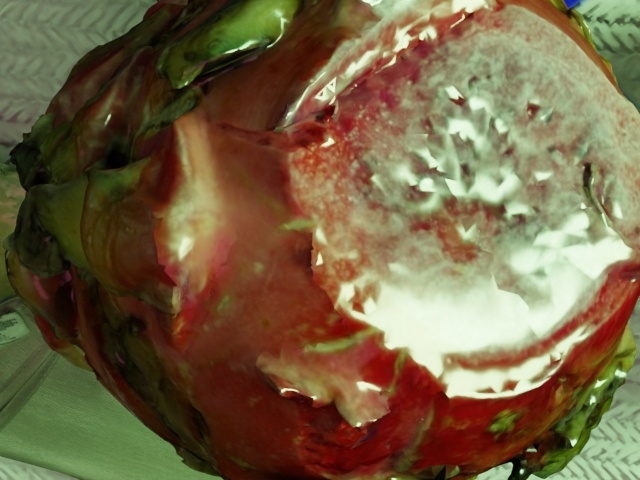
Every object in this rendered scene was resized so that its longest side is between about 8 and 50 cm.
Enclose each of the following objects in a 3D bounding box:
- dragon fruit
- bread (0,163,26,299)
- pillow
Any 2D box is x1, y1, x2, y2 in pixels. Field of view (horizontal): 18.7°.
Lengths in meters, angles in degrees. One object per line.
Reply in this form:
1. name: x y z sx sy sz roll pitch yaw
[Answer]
1. dragon fruit: 0.000 0.000 0.828 0.269 0.250 0.291 55 152 -10
2. bread: -0.222 0.016 1.016 0.251 0.039 0.181 13 127 1
3. pillow: -0.098 0.098 1.026 0.233 0.038 0.130 25 129 -27
